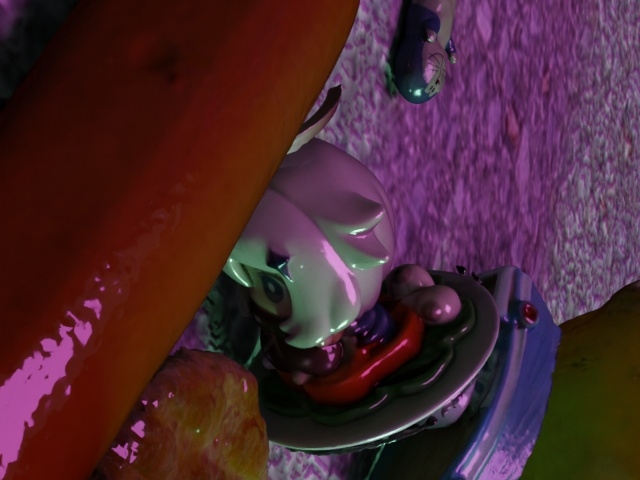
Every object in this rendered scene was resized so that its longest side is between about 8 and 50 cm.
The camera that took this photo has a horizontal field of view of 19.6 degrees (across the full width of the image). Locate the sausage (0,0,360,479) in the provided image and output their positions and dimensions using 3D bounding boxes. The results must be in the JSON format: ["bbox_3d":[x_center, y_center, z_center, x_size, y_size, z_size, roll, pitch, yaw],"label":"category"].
[{"bbox_3d":[-0.070,-0.018,0.650,0.097,0.094,0.348,79,28,-45],"label":"sausage"}]

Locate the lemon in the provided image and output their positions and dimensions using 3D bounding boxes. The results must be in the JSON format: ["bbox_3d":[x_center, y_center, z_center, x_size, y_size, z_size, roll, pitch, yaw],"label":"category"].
[{"bbox_3d":[0.211,0.176,1.197,0.258,0.257,0.310,-30,126,-63],"label":"lemon"}]

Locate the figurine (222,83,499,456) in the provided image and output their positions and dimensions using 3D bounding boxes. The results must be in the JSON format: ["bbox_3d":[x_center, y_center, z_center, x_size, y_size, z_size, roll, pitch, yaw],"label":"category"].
[{"bbox_3d":[0.000,0.000,0.828,0.154,0.132,0.132,65,35,-29],"label":"figurine"}]

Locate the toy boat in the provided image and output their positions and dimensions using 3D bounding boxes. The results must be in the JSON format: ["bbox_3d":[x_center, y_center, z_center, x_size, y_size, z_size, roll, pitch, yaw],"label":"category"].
[{"bbox_3d":[0.060,0.090,1.050,0.102,0.088,0.215,39,55,-25],"label":"toy boat"}]

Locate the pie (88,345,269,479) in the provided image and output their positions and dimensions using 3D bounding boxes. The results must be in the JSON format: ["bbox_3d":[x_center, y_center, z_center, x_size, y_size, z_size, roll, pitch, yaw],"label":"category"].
[{"bbox_3d":[-0.072,0.135,0.759,0.195,0.046,0.195,7,90,-70],"label":"pie"}]

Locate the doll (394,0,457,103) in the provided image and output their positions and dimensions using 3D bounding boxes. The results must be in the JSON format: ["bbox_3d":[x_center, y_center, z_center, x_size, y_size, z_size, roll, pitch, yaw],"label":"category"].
[{"bbox_3d":[0.065,-0.134,1.039,0.037,0.027,0.125,41,59,-56],"label":"doll"}]
